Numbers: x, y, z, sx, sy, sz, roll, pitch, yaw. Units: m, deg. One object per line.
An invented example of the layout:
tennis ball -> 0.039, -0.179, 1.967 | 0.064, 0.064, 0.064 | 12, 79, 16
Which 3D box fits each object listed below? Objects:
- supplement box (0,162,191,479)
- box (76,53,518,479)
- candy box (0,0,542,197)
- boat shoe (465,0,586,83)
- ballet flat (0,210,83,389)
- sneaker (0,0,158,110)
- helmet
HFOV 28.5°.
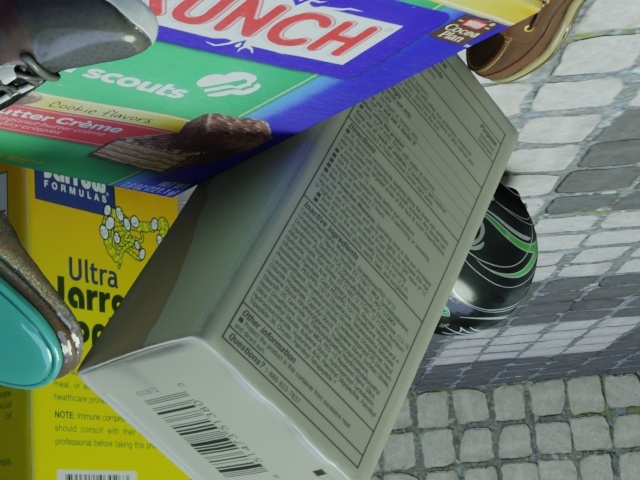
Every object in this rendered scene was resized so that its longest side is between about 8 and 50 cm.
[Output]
supplement box -> -0.248, 0.122, 1.089 | 0.194, 0.357, 0.195 | -13, 164, 32
box -> 0.000, 0.000, 0.794 | 0.121, 0.311, 0.148 | -20, 121, 44
candy box -> -0.092, -0.138, 0.639 | 0.268, 0.122, 0.317 | 11, 157, -40
boat shoe -> 0.129, -0.158, 0.774 | 0.060, 0.064, 0.178 | 5, 156, -20
ballet flat -> -0.265, -0.028, 0.709 | 0.316, 0.106, 0.107 | 29, 129, -9
sneaker -> -0.143, -0.070, 0.533 | 0.157, 0.065, 0.061 | -5, 160, 14
helmet -> 0.133, 0.010, 1.232 | 0.169, 0.169, 0.161 | -19, 143, 40
